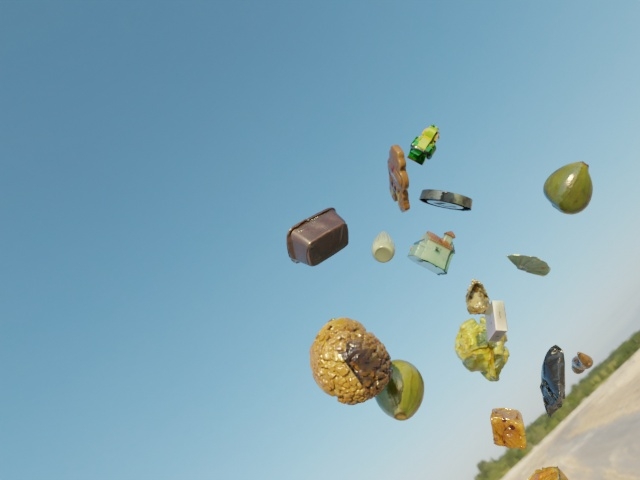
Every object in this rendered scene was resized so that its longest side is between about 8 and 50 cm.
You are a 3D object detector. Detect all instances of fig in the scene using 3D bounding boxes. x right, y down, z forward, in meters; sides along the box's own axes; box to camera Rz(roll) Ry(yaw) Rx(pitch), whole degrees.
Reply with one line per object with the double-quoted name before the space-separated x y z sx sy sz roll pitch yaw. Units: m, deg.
"fig" 0.345 0.668 2.027 0.239 0.271 0.239 1 -64 2
"fig" 1.086 -0.229 1.979 0.203 0.203 0.225 -4 -49 -45

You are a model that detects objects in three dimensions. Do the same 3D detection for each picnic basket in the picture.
"picnic basket" 0.000 0.000 2.079 0.297 0.129 0.222 -30 -47 -28

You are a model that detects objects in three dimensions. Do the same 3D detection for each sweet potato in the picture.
"sweet potato" 1.065 0.494 1.866 0.059 0.067 0.281 -33 -29 3

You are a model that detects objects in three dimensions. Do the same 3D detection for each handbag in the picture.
"handbag" 0.921 0.562 1.820 0.254 0.089 0.211 71 -153 -50

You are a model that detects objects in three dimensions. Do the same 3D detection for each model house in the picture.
"model house" 0.400 0.026 1.594 0.148 0.148 0.119 -61 5 -7

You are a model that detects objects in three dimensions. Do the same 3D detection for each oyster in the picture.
"oyster" 0.692 0.252 2.033 0.105 0.177 0.056 -14 16 32

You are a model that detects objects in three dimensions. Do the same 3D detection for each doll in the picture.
"doll" 0.448 -0.411 1.970 0.186 0.106 0.134 -55 -19 -11

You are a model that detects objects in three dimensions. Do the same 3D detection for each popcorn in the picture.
"popcorn" 0.856 0.567 2.436 0.335 0.279 0.274 -51 -36 -34

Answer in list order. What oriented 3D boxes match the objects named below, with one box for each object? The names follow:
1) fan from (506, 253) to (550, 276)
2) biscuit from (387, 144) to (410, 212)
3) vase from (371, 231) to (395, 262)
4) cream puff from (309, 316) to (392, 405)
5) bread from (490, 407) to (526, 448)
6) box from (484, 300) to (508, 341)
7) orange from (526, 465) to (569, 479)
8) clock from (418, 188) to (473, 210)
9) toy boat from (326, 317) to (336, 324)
"fan" 0.910 0.106 1.996 0.240 0.009 0.131 25 -32 -19
"biscuit" 0.316 -0.256 1.890 0.044 0.186 0.295 -18 -51 -7
"vase" 0.341 0.026 2.485 0.128 0.128 0.248 -60 5 24
"cream puff" 0.124 0.466 1.804 0.327 0.343 0.231 6 -20 -13
"bread" 0.862 0.864 2.115 0.158 0.149 0.143 -2 -91 -73
"box" 0.723 0.334 1.892 0.051 0.130 0.129 2 -33 5
"orange" 0.806 0.976 1.680 0.310 0.274 0.274 19 -66 -37
"clock" 0.660 -0.211 2.410 0.280 0.280 0.055 13 -90 -52
"toy boat" 0.103 0.509 2.294 0.099 0.293 0.108 -24 -45 -13
